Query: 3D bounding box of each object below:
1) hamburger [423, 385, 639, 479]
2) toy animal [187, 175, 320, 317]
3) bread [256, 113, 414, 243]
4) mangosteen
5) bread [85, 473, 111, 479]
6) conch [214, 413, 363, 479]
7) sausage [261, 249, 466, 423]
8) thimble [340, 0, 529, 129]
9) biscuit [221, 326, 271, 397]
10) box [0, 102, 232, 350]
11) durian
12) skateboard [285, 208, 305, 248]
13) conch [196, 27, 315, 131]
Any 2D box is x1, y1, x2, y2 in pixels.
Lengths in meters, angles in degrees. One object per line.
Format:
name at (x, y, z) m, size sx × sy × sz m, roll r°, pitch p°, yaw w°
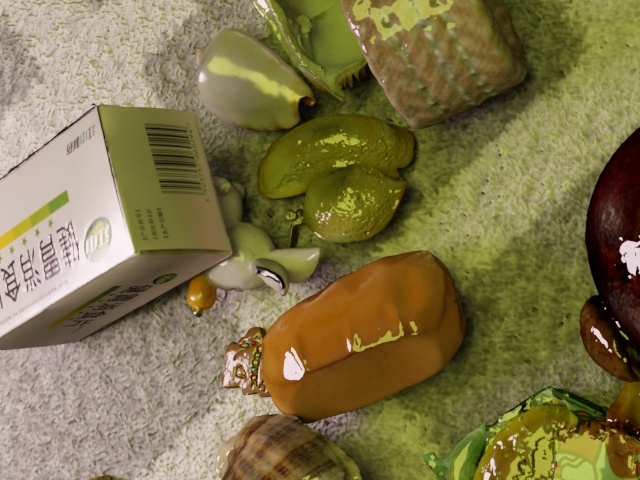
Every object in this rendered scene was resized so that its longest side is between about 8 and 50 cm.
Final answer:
hamburger at (0.213, 0.248, 1.315) m, size 0.235 × 0.125 × 0.214 m, roll 29°, pitch 85°, yaw 12°
toy animal at (-0.093, 0.015, 1.492) m, size 0.131 × 0.127 × 0.181 m, roll -29°, pitch 66°, yaw -23°
bread at (0.007, -0.072, 1.479) m, size 0.188 × 0.065 × 0.149 m, roll 0°, pitch 70°, yaw 22°
mangosteen at (0.378, 0.024, 1.200) m, size 0.297 × 0.293 × 0.297 m, roll -2°, pitch 42°, yaw 2°
bread at (-0.283, 0.330, 1.584) m, size 0.094 × 0.035 × 0.090 m, roll -19°, pitch 75°, yaw 21°
conch at (-0.041, 0.312, 1.391) m, size 0.159 × 0.210 × 0.291 m, roll -35°, pitch 50°, yaw -30°
sausage at (0.040, 0.104, 1.421) m, size 0.241 × 0.120 × 0.136 m, roll -29°, pitch 39°, yaw 16°
thimble at (0.107, -0.239, 1.391) m, size 0.148 × 0.196 × 0.229 m, roll -26°, pitch 109°, yaw 15°
biscuit at (-0.072, 0.146, 1.525) m, size 0.092 × 0.016 × 0.082 m, roll 38°, pitch 98°, yaw 26°
box at (-0.268, -0.006, 1.516) m, size 0.333 × 0.145 × 0.173 m, roll -29°, pitch 69°, yaw 40°
durian at (-0.019, -0.270, 1.495) m, size 0.144 × 0.139 × 0.252 m, roll -25°, pitch 93°, yaw 20°
skateboard at (0.000, 0.000, 1.508) m, size 0.083 × 0.032 × 0.063 m, roll 10°, pitch 97°, yaw 28°
conch at (-0.077, -0.179, 1.540) m, size 0.176 × 0.094 × 0.104 m, roll 26°, pitch 87°, yaw 15°
